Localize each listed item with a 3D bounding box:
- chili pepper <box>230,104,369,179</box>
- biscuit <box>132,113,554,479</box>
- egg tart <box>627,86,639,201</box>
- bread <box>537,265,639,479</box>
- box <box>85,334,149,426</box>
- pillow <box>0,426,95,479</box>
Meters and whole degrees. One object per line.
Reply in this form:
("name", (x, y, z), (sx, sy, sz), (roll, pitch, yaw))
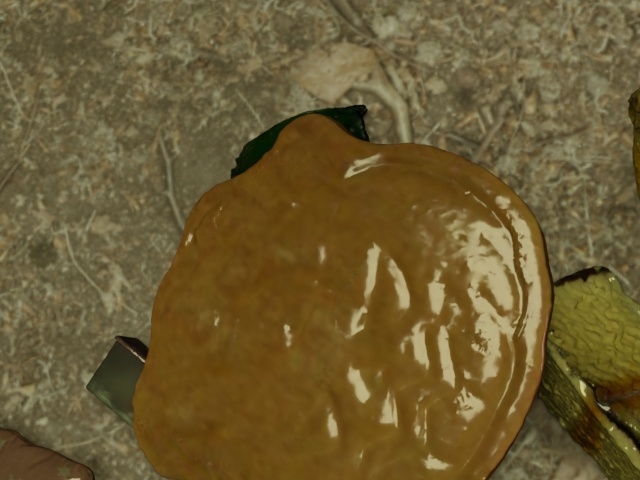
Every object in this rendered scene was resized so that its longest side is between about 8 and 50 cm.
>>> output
("chili pepper", (-0.001, 0.002, 1.738), (0.148, 0.116, 0.265), (-16, 75, 10))
("biscuit", (0.016, 0.088, 1.637), (0.365, 0.062, 0.385), (27, 97, 23))
("egg tart", (0.334, -0.014, 1.606), (0.095, 0.279, 0.279), (-14, 76, 4))
("bread", (0.271, 0.148, 1.661), (0.178, 0.142, 0.266), (-20, 67, -37))
("box", (-0.171, 0.139, 1.771), (0.084, 0.060, 0.063), (37, 91, 14))
("pillow", (-0.356, 0.262, 1.764), (0.236, 0.084, 0.223), (27, 86, 17))
